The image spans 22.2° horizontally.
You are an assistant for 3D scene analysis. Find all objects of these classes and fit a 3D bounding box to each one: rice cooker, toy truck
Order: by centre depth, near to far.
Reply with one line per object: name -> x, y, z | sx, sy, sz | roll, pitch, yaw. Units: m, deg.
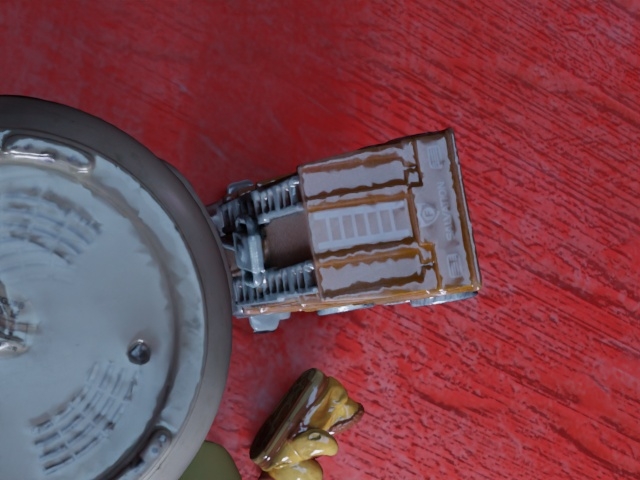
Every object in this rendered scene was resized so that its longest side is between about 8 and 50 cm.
rice cooker -> -0.233, 0.057, 1.166 | 0.335, 0.325, 0.335 | -1, 92, -15
toy truck -> 0.000, 0.000, 1.315 | 0.162, 0.305, 0.136 | -9, 88, -22

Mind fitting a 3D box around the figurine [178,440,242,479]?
figurine -> -0.115, 0.286, 1.295 | 0.180, 0.154, 0.262 | 11, 62, -2

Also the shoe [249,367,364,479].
shoe -> -0.010, 0.170, 1.413 | 0.069, 0.072, 0.109 | 31, 70, -16
